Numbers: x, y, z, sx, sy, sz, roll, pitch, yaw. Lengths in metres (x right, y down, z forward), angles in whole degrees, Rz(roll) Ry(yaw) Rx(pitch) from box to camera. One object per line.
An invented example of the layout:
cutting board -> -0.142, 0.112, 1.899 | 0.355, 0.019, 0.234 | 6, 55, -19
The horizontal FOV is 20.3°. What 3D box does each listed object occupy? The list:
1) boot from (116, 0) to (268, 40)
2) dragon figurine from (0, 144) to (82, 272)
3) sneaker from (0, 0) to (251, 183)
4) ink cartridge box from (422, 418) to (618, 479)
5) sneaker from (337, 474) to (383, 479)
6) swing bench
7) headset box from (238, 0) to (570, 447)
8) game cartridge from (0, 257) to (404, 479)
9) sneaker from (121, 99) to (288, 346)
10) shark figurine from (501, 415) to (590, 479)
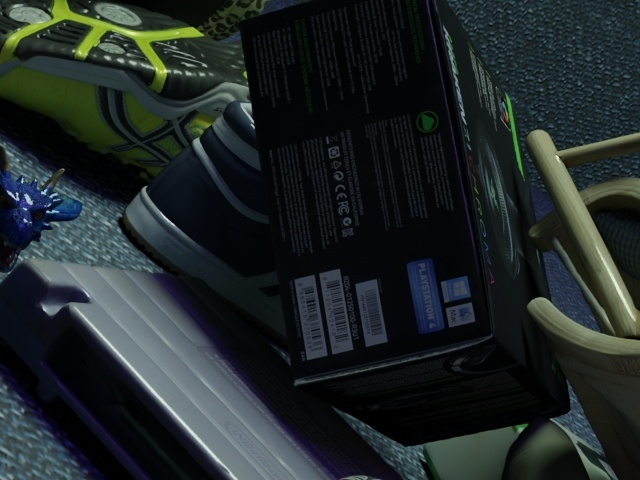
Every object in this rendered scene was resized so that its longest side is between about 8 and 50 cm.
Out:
boot -> -0.174, -0.209, 1.512 | 0.178, 0.236, 0.085 | 23, 60, -38
dragon figurine -> -0.180, -0.012, 0.931 | 0.085, 0.144, 0.289 | 38, 12, -7
sneaker -> -0.125, -0.095, 1.446 | 0.384, 0.147, 0.145 | 13, 26, -27
ink cartridge box -> 0.195, 0.217, 1.359 | 0.208, 0.087, 0.153 | 34, 14, -26
sneaker -> -0.032, 0.160, 0.767 | 0.112, 0.121, 0.299 | 36, 19, 9
swing bench -> 0.251, 0.077, 1.221 | 0.255, 0.165, 0.253 | -82, 151, -46
headset box -> 0.066, -0.006, 1.203 | 0.283, 0.131, 0.246 | 42, 37, -66
game cartridge -> -0.019, 0.150, 1.040 | 0.355, 0.068, 0.230 | 44, 9, 20
sneaker -> 0.000, 0.000, 1.400 | 0.282, 0.153, 0.099 | 33, 14, -27
shark figurine -> 0.189, 0.220, 1.129 | 0.166, 0.116, 0.278 | 17, 45, -57
